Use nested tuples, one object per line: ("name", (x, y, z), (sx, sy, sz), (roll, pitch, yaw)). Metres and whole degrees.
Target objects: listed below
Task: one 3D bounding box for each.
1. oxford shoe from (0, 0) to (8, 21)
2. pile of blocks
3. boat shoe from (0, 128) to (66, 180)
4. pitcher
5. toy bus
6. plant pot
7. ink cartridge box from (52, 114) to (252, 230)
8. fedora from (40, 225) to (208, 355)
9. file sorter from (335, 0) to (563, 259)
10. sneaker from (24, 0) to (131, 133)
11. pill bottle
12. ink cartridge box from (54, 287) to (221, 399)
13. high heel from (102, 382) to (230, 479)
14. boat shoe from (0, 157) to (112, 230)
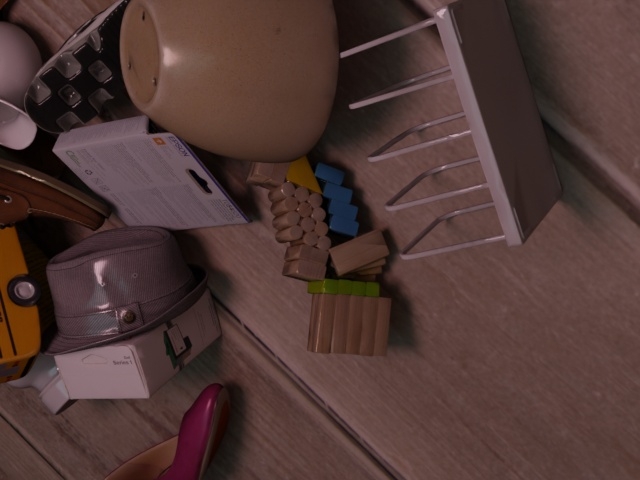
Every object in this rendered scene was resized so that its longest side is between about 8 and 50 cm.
("oxford shoe", (-0.551, -0.335, 1.430), (0.076, 0.076, 0.212), (22, 137, -27))
("pile of blocks", (0.000, 0.000, 1.289), (0.112, 0.148, 0.362), (168, 83, -73))
("boat shoe", (-0.580, -0.167, 1.476), (0.341, 0.123, 0.123), (28, 127, 0))
("pitcher", (-0.511, -0.241, 1.343), (0.177, 0.207, 0.125), (9, 135, -22))
("toy bus", (-0.513, 0.047, 1.358), (0.108, 0.130, 0.333), (-47, 60, 52))
("plant pot", (-0.134, -0.229, 1.098), (0.284, 0.190, 0.284), (22, 116, 54))
("ink cartridge box", (-0.239, -0.093, 1.318), (0.223, 0.045, 0.223), (-4, 145, 27))
("fedora", (-0.314, 0.058, 1.354), (0.275, 0.244, 0.124), (-15, 108, 3))
("file sorter", (0.156, -0.140, 1.096), (0.173, 0.193, 0.278), (-12, 104, 32))
("sneaker", (-0.281, -0.294, 1.289), (0.330, 0.146, 0.122), (-28, 122, 8))
("pill bottle", (-0.503, 0.124, 1.510), (0.334, 0.188, 0.188), (47, 121, 2))
("ink cartridge box", (-0.283, 0.159, 1.400), (0.160, 0.219, 0.093), (-6, 108, 27))
("high heel", (-0.273, 0.358, 1.521), (0.181, 0.127, 0.377), (24, 122, 4))
("boat shoe", (-0.468, -0.068, 1.323), (0.307, 0.110, 0.105), (24, 81, -19))
